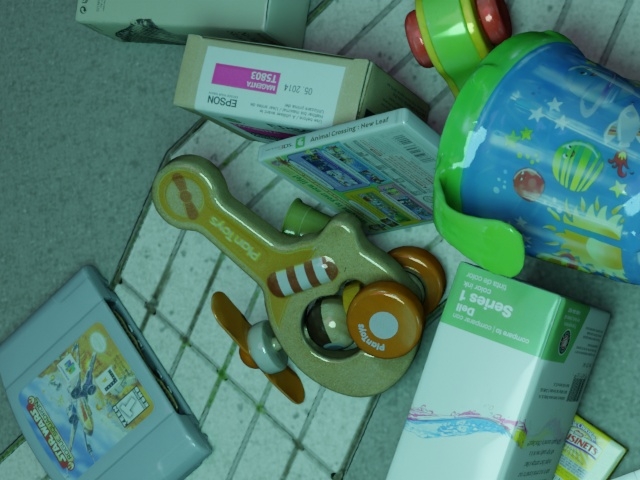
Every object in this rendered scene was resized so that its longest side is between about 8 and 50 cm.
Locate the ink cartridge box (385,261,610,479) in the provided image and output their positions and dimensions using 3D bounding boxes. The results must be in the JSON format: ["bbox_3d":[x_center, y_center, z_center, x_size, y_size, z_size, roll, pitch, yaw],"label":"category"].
[{"bbox_3d":[0.176,0.177,1.350,0.117,0.201,0.278,20,92,26],"label":"ink cartridge box"}]

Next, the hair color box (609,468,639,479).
[{"bbox_3d":[0.386,0.259,1.357,0.167,0.053,0.093,-25,75,18],"label":"hair color box"}]

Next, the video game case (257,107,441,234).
[{"bbox_3d":[0.071,-0.069,1.441,0.193,0.212,0.023,-11,61,36],"label":"video game case"}]

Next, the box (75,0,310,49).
[{"bbox_3d":[-0.158,-0.296,1.651,0.275,0.113,0.094,8,87,27],"label":"box"}]

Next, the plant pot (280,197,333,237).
[{"bbox_3d":[0.000,0.000,1.561,0.079,0.083,0.083,15,89,14],"label":"plant pot"}]

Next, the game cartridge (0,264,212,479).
[{"bbox_3d":[-0.283,0.204,1.673,0.198,0.062,0.297,-41,69,10],"label":"game cartridge"}]

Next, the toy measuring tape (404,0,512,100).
[{"bbox_3d":[0.166,-0.180,1.485,0.121,0.121,0.330,-17,76,22],"label":"toy measuring tape"}]

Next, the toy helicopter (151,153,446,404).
[{"bbox_3d":[-0.050,0.044,1.497,0.355,0.140,0.235,39,117,0],"label":"toy helicopter"}]

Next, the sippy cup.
[{"bbox_3d":[0.269,-0.066,1.321,0.224,0.240,0.305,27,80,38],"label":"sippy cup"}]

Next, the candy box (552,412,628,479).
[{"bbox_3d":[0.220,0.210,1.453,0.206,0.027,0.105,35,95,24],"label":"candy box"}]

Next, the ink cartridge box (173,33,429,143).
[{"bbox_3d":[-0.019,-0.156,1.522,0.234,0.193,0.088,13,87,26],"label":"ink cartridge box"}]
